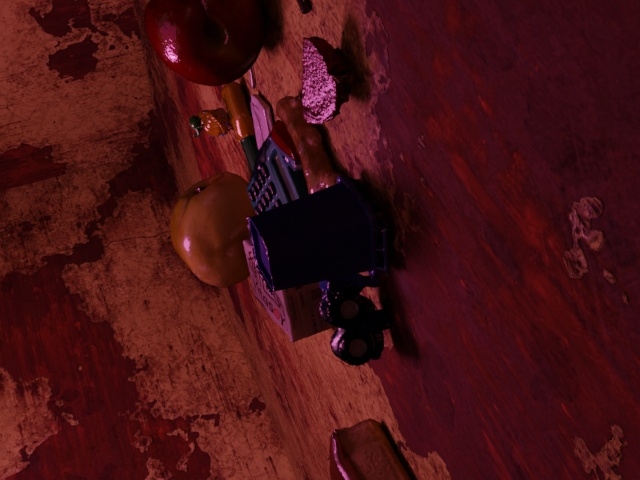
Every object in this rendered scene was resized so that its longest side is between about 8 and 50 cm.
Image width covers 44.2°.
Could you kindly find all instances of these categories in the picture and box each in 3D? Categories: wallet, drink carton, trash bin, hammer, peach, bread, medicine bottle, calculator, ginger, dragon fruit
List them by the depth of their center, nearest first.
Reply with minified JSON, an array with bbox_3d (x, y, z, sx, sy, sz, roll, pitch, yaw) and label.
[{"bbox_3d":[0.023,-0.273,1.379,0.106,0.083,0.162,42,139,39],"label":"dragon fruit"},{"bbox_3d":[-0.022,-0.461,1.439,0.110,0.019,0.035,122,129,-63],"label":"hammer"},{"bbox_3d":[0.000,0.000,1.440,0.184,0.234,0.163,-126,25,-52],"label":"trash bin"},{"bbox_3d":[-0.024,-0.187,1.641,0.299,0.065,0.118,64,147,24],"label":"ginger"},{"bbox_3d":[-0.256,-0.493,1.778,0.338,0.281,0.281,-115,15,-60],"label":"peach"},{"bbox_3d":[0.135,0.627,1.828,0.333,0.143,0.324,-123,21,-44],"label":"bread"},{"bbox_3d":[-0.100,-0.102,1.904,0.274,0.058,0.248,-52,54,54],"label":"calculator"},{"bbox_3d":[-0.145,-0.279,2.034,0.124,0.032,0.183,-131,29,-52],"label":"wallet"},{"bbox_3d":[-0.092,0.111,2.089,0.324,0.132,0.194,-142,37,-63],"label":"drink carton"},{"bbox_3d":[-0.205,-0.303,2.151,0.095,0.064,0.261,112,139,-79],"label":"medicine bottle"},{"bbox_3d":[-0.295,-0.031,2.317,0.281,0.314,0.316,19,148,46],"label":"peach"}]

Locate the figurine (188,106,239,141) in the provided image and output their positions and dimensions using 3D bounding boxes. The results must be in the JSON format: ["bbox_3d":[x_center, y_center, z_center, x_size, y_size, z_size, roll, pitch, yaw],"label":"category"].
[{"bbox_3d":[-0.293,-0.327,2.260,0.095,0.156,0.115,135,119,-73],"label":"figurine"}]

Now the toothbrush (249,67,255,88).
[{"bbox_3d":[-0.176,-0.454,1.987,0.017,0.014,0.162,36,144,42],"label":"toothbrush"}]

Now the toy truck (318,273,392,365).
[{"bbox_3d":[0.067,0.137,1.564,0.113,0.126,0.208,171,82,-80],"label":"toy truck"}]

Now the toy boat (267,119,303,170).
[{"bbox_3d":[-0.069,-0.213,1.764,0.173,0.069,0.059,52,147,41],"label":"toy boat"}]
